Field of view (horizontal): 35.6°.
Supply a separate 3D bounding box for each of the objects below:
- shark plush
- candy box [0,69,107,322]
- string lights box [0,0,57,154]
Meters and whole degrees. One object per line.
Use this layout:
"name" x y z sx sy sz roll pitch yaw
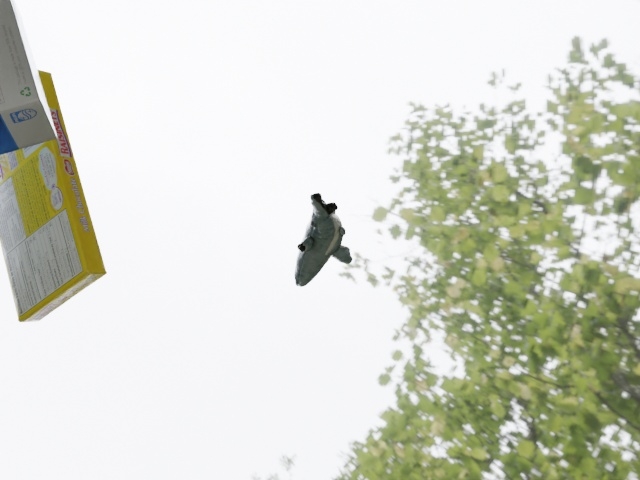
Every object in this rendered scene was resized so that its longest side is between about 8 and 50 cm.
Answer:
"shark plush" 0.000 0.000 1.177 0.067 0.161 0.073 -39 -101 -23
"candy box" -0.256 -0.040 0.897 0.027 0.105 0.206 4 -119 -50
"string lights box" -0.364 -0.118 0.813 0.260 0.077 0.133 -17 -108 -9
